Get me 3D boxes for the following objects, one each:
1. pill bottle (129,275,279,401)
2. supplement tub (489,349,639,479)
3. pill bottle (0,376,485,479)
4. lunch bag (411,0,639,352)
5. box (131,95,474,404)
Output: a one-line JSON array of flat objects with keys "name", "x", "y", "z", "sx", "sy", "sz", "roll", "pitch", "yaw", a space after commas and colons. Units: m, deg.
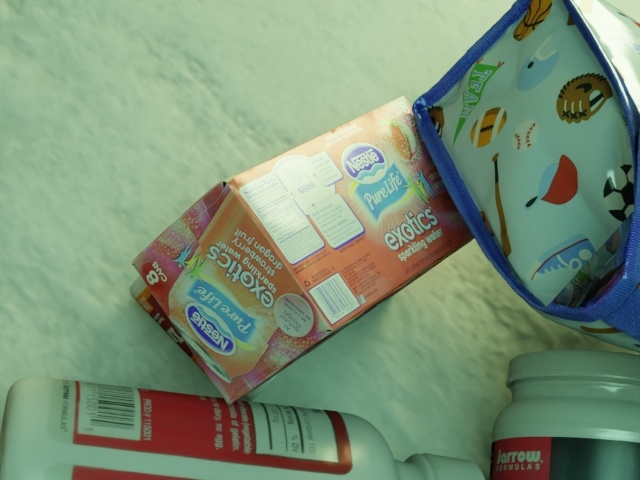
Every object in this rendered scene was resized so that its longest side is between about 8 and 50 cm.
[{"name": "pill bottle", "x": -0.095, "y": 0.072, "z": 1.462, "sx": 0.152, "sy": 0.086, "sz": 0.086, "roll": 46, "pitch": 72, "yaw": 1}, {"name": "supplement tub", "x": 0.246, "y": 0.248, "z": 1.447, "sx": 0.191, "sy": 0.191, "sz": 0.272, "roll": 8, "pitch": 76, "yaw": -11}, {"name": "pill bottle", "x": -0.074, "y": 0.249, "z": 1.353, "sx": 0.407, "sy": 0.229, "sz": 0.229, "roll": 8, "pitch": 76, "yaw": -11}, {"name": "lunch bag", "x": 0.299, "y": -0.018, "z": 1.362, "sx": 0.327, "sy": 0.239, "sz": 0.385, "roll": 26, "pitch": 28, "yaw": -28}, {"name": "box", "x": 0.000, "y": 0.000, "z": 1.399, "sx": 0.154, "sy": 0.142, "sz": 0.300, "roll": 55, "pitch": 37, "yaw": 3}]
